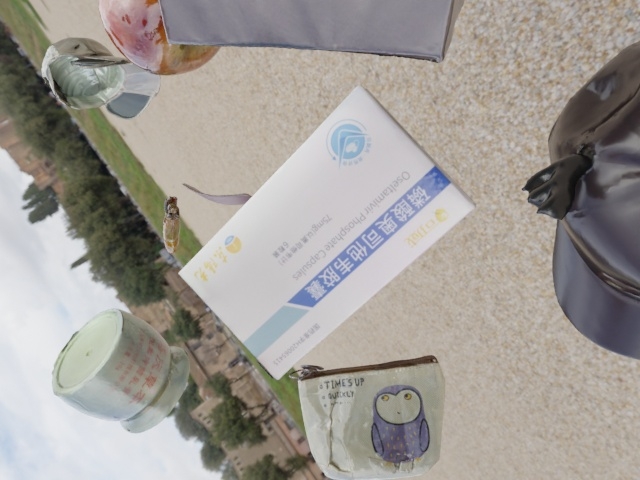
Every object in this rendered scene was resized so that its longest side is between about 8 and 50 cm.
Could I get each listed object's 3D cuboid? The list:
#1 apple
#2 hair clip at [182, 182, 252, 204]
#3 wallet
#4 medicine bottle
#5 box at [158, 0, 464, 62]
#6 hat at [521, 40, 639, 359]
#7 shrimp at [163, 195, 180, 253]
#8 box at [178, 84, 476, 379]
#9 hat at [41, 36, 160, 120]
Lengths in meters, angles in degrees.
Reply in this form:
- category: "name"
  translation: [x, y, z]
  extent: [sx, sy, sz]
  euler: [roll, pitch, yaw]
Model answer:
- category: "apple"
  translation: [-0.311, -0.475, 0.975]
  extent: [0.206, 0.272, 0.251]
  euler: [48, 163, 5]
- category: "hair clip"
  translation: [-0.192, -0.085, 0.894]
  extent: [0.137, 0.022, 0.054]
  euler: [11, 172, 11]
- category: "wallet"
  translation: [0.111, 0.383, 1.037]
  extent: [0.068, 0.336, 0.274]
  euler: [-110, 14, -87]
- category: "medicine bottle"
  translation: [-0.289, 0.193, 0.709]
  extent: [0.143, 0.147, 0.147]
  euler: [49, 172, -36]
- category: "box"
  translation: [0.003, -0.253, 0.392]
  extent: [0.252, 0.188, 0.153]
  euler: [10, 130, 16]
- category: "hat"
  translation: [0.305, -0.006, 0.419]
  extent: [0.238, 0.209, 0.336]
  euler: [13, 116, 28]
- category: "shrimp"
  translation: [-0.222, -0.035, 0.715]
  extent: [0.127, 0.025, 0.091]
  euler: [126, 141, -59]
- category: "box"
  translation: [0.000, 0.000, 0.618]
  extent: [0.200, 0.343, 0.065]
  euler: [47, -165, 1]
- category: "hat"
  translation: [-0.556, -0.430, 1.225]
  extent: [0.232, 0.275, 0.161]
  euler: [84, -174, -76]
